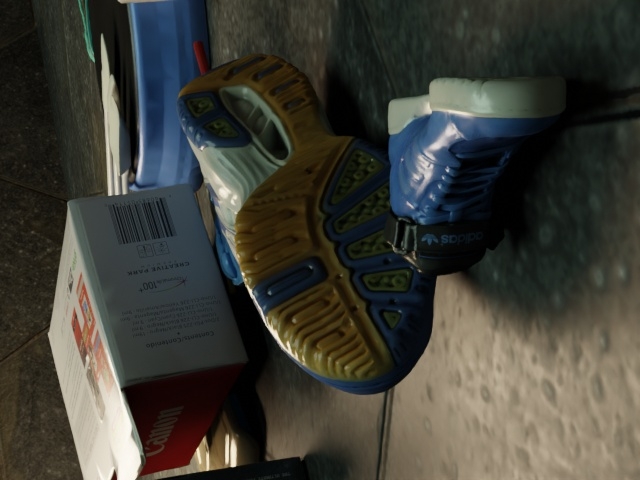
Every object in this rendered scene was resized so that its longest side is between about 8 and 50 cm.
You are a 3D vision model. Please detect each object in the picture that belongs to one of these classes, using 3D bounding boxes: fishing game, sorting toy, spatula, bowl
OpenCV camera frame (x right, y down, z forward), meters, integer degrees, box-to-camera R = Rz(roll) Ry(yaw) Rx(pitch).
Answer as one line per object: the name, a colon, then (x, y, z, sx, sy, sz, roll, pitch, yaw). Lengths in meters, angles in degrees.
fishing game: (-0.083, -0.050, 0.951, 0.264, 0.041, 0.189, 98, 158, -62)
sorting toy: (-0.117, 0.264, 1.209, 0.229, 0.041, 0.307, -126, 32, -48)
spatula: (-0.239, -0.093, 1.200, 0.168, 0.019, 0.242, -117, 25, -43)
bowl: (-0.209, -0.241, 1.198, 0.391, 0.077, 0.391, 172, 90, -73)

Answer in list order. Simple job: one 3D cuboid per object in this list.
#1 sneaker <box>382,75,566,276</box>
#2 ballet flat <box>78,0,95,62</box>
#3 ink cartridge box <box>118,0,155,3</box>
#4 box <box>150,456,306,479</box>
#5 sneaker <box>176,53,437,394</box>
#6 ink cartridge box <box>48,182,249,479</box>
sneaker: (0.065, -0.025, 0.454, 0.152, 0.058, 0.085, -172, 80, -76)
ballet flat: (-0.300, -0.347, 1.441, 0.087, 0.083, 0.247, 74, -173, -81)
ink cartridge box: (-0.146, -0.344, 0.921, 0.160, 0.092, 0.219, 159, 103, -72)
box: (-0.138, 0.264, 0.938, 0.183, 0.232, 0.059, 116, 146, -60)
sneaker: (0.000, 0.000, 0.646, 0.296, 0.112, 0.131, -117, 8, -49)
ink cartridge box: (-0.185, 0.141, 1.087, 0.309, 0.130, 0.272, 120, 135, -56)
